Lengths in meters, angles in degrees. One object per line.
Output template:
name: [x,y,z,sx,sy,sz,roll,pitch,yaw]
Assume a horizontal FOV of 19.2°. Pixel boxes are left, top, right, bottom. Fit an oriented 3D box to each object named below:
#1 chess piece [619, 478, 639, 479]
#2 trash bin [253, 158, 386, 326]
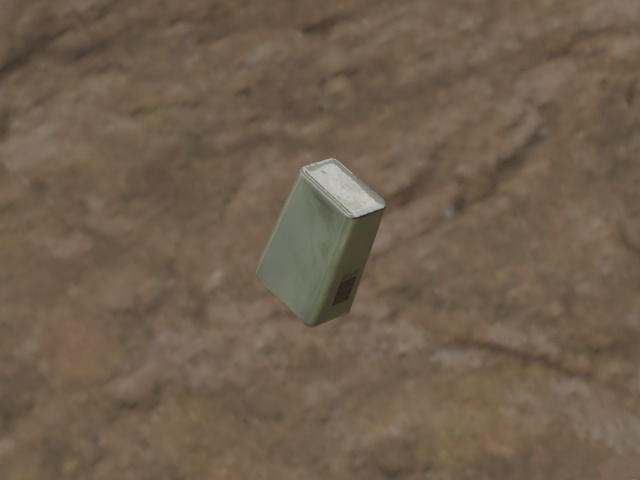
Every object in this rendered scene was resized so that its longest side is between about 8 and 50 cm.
chess piece: [0.285,0.261,1.749,0.083,0.084,0.038,-31,28,-3]
trash bin: [0.000,0.000,1.217,0.043,0.092,0.061,-21,53,-41]
